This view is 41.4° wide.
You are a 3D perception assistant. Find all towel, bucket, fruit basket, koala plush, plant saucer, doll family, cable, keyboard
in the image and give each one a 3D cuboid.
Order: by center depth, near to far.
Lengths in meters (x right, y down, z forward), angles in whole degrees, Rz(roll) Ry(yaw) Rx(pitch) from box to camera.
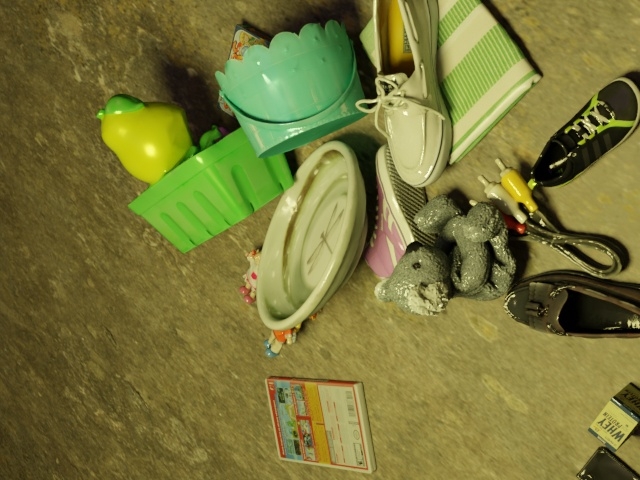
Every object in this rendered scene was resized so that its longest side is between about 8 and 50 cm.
[{"bbox_3d":[0.381,-0.011,1.472,0.287,0.072,0.139,45,130,24],"label":"cable"},{"bbox_3d":[0.536,0.457,1.486,0.180,0.023,0.108,42,118,27],"label":"keyboard"},{"bbox_3d":[0.214,0.058,1.509,0.196,0.221,0.203,15,133,62],"label":"koala plush"},{"bbox_3d":[0.226,-0.337,1.554,0.248,0.038,0.325,-47,68,37],"label":"towel"},{"bbox_3d":[-0.047,-0.289,1.653,0.281,0.281,0.183,-22,91,42],"label":"bucket"},{"bbox_3d":[0.000,0.000,1.711,0.400,0.100,0.401,-49,30,41],"label":"plant saucer"},{"bbox_3d":[-0.290,-0.185,1.839,0.392,0.283,0.392,26,135,30],"label":"fruit basket"},{"bbox_3d":[-0.080,0.122,1.897,0.263,0.118,0.163,61,140,36],"label":"doll family"}]

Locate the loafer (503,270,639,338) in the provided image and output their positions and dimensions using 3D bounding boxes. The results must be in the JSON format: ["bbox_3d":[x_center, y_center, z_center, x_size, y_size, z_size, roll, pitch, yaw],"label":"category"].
[{"bbox_3d":[0.439,0.114,1.435,0.302,0.095,0.109,2,102,41],"label":"loafer"}]

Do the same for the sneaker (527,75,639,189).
[{"bbox_3d":[0.428,-0.162,1.377,0.084,0.097,0.235,50,127,20],"label":"sneaker"}]

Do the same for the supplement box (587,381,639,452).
[{"bbox_3d":[0.508,0.297,1.427,0.056,0.083,0.083,40,124,26],"label":"supplement box"}]

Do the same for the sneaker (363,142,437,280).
[{"bbox_3d":[0.129,-0.041,1.668,0.161,0.102,0.282,-14,91,45],"label":"sneaker"}]

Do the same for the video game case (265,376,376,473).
[{"bbox_3d":[-0.004,0.418,1.942,0.285,0.025,0.204,-5,98,41],"label":"video game case"}]

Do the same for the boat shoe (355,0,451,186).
[{"bbox_3d":[0.141,-0.274,1.510,0.135,0.156,0.367,6,102,40],"label":"boat shoe"}]

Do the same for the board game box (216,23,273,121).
[{"bbox_3d":[-0.153,-0.358,1.876,0.136,0.035,0.201,34,121,30],"label":"board game box"}]
